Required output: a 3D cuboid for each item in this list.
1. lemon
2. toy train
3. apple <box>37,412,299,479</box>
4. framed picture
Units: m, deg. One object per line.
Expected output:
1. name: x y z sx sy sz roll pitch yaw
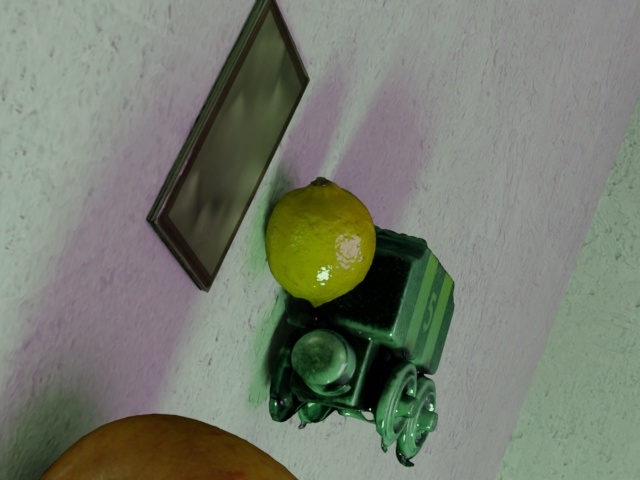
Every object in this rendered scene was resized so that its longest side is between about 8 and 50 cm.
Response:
1. lemon: 0.000 0.000 1.465 0.109 0.109 0.133 -39 138 -58
2. toy train: 0.056 0.111 1.663 0.299 0.167 0.238 43 63 -71
3. apple: -0.119 0.286 1.153 0.299 0.299 0.275 -58 146 -33
4. framed picture: -0.074 -0.083 1.323 0.231 0.010 0.173 -65 161 -16
